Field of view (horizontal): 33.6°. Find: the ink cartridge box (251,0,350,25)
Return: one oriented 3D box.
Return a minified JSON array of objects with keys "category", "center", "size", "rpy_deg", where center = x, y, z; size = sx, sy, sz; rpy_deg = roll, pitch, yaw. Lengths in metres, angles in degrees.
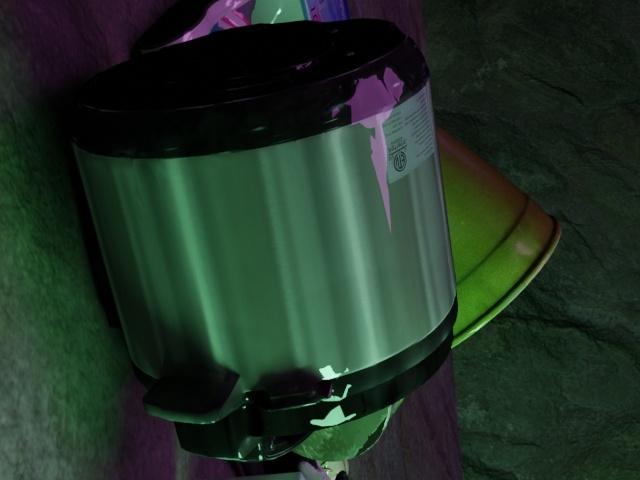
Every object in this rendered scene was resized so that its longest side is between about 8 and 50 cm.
[{"category":"ink cartridge box","center":[-0.035,-0.345,1.836],"size":[0.395,0.151,0.270],"rpy_deg":[-69,148,-66]}]

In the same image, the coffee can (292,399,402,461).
[{"category":"coffee can","center":[0.042,0.168,1.532],"size":[0.275,0.201,0.202],"rpy_deg":[-38,119,-64]}]

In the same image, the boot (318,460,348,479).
[{"category":"boot","center":[-0.001,0.377,1.705],"size":[0.213,0.077,0.165],"rpy_deg":[-88,164,-52]}]

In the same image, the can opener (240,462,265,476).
[{"category":"can opener","center":[-0.096,0.278,1.427],"size":[0.059,0.073,0.186],"rpy_deg":[-93,176,-53]}]

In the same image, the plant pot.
[{"category":"plant pot","center":[0.141,-0.043,1.755],"size":[0.353,0.366,0.366],"rpy_deg":[48,22,-9]}]

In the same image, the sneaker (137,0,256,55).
[{"category":"sneaker","center":[-0.130,-0.235,1.426],"size":[0.295,0.123,0.178],"rpy_deg":[-61,136,-55]}]

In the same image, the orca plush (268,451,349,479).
[{"category":"orca plush","center":[-0.038,0.354,1.528],"size":[0.102,0.151,0.287],"rpy_deg":[-4,76,-39]}]

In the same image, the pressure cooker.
[{"category":"pressure cooker","center":[-0.045,0.009,1.103],"size":[0.375,0.369,0.420],"rpy_deg":[-135,-149,-64]}]

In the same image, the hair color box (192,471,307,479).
[{"category":"hair color box","center":[-0.098,0.434,1.064],"size":[0.114,0.185,0.374],"rpy_deg":[65,22,-51]}]
